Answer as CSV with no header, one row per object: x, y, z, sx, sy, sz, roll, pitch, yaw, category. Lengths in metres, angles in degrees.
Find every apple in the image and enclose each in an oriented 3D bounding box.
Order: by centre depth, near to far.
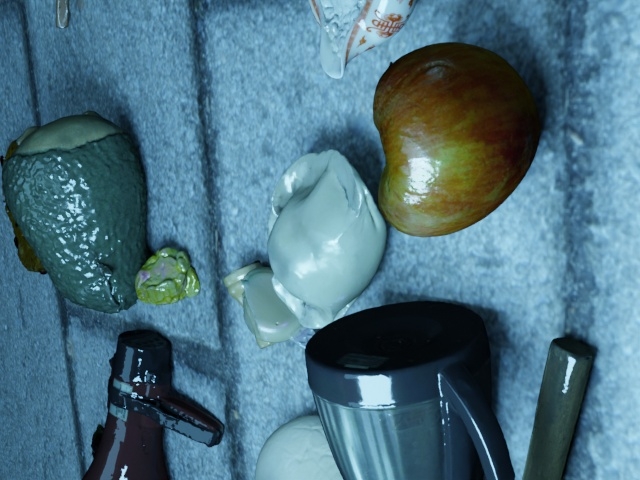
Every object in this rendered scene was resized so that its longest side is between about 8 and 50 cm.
0.130,-0.101,0.895,0.160,0.173,0.195,14,115,51,apple

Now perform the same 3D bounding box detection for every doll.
-0.410,-0.043,1.546,0.247,0.247,0.350,1,111,51,doll

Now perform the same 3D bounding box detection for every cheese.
-0.053,0.114,1.246,0.171,0.092,0.047,60,166,18,cheese

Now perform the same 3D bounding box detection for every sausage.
-0.488,-0.460,1.666,0.026,0.026,0.116,32,123,42,sausage

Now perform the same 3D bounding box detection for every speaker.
-0.320,0.353,1.582,0.259,0.198,0.330,39,121,54,speaker

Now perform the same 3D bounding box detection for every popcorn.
-0.264,0.070,1.493,0.097,0.109,0.089,-101,-15,-51,popcorn

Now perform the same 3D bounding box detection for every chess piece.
-0.093,0.098,1.316,0.066,0.066,0.122,-36,77,49,chess piece

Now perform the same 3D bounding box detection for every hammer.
0.241,0.311,0.983,0.168,0.044,0.440,28,120,42,hammer

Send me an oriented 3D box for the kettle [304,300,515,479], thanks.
0.122,0.229,1.003,0.250,0.207,0.271,-1,108,28,kettle

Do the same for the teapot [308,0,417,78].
0.046,-0.312,0.990,0.159,0.116,0.246,11,112,62,teapot

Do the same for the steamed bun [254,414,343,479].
-0.012,0.363,1.237,0.228,0.130,0.177,59,137,24,steamed bun

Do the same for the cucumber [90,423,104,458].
-0.410,0.511,1.815,0.300,0.072,0.072,57,137,23,cucumber

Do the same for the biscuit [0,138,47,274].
-0.607,-0.076,1.884,0.296,0.075,0.296,22,118,52,biscuit

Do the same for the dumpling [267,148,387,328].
0.000,0.000,1.116,0.162,0.132,0.250,39,128,33,dumpling
